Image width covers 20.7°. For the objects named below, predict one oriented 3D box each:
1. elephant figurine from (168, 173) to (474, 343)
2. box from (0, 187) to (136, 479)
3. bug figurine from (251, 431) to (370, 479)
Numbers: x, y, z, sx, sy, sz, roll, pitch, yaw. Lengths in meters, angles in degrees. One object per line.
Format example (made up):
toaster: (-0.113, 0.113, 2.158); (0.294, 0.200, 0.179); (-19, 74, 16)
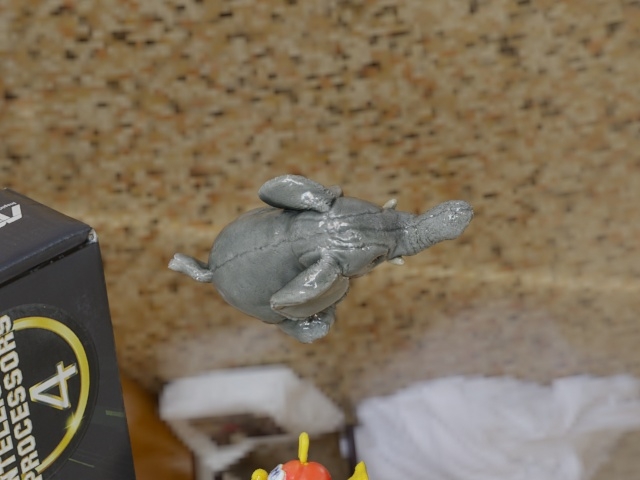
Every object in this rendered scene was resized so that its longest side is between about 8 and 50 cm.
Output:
elephant figurine: (0.000, 0.000, 1.747); (0.169, 0.186, 0.239); (47, 153, -7)
box: (-0.231, 0.210, 0.876); (0.318, 0.395, 0.097); (-27, -145, -36)
bug figurine: (0.018, 0.234, 0.930); (0.072, 0.216, 0.279); (-17, -166, 1)
